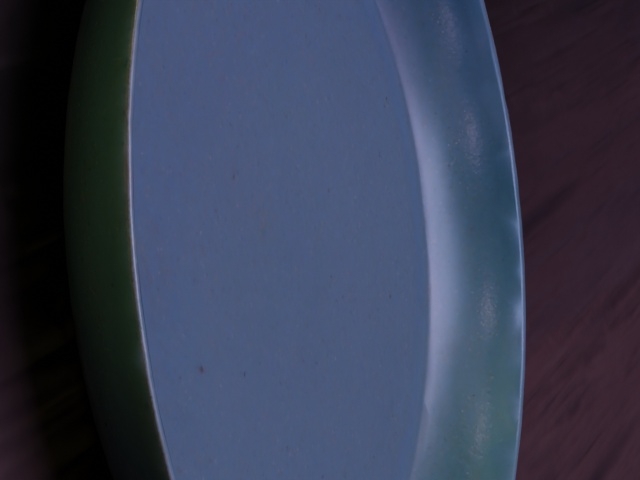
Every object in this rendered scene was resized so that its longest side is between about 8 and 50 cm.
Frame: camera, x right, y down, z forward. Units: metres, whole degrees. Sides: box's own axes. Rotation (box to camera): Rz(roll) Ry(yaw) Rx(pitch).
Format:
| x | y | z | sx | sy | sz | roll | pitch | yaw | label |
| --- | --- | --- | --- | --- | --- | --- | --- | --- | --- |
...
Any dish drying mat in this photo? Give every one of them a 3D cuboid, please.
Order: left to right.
| x | y | z | sx | sy | sz | roll | pitch | yaw | label |
| --- | --- | --- | --- | --- | --- | --- | --- | --- | --- |
| 0.042 | -0.045 | 0.744 | 0.032 | 0.008 | 0.083 | -45 | 125 | -61 | dish drying mat |

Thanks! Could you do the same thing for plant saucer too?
| x | y | z | sx | sy | sz | roll | pitch | yaw | label |
| --- | --- | --- | --- | --- | --- | --- | --- | --- | --- |
| 0.000 | 0.000 | 0.598 | 0.317 | 0.043 | 0.318 | -5 | 90 | -66 | plant saucer |
